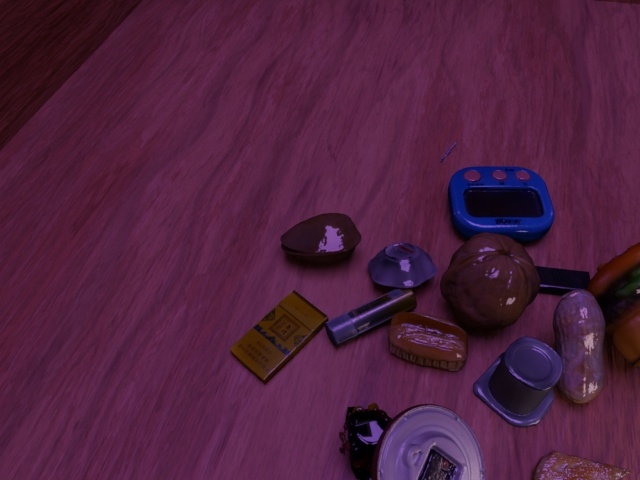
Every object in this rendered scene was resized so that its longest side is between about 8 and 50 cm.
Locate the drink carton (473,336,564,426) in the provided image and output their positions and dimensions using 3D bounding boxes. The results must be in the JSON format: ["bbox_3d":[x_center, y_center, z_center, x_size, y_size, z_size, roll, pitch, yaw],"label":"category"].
[{"bbox_3d":[0.552,0.366,1.404,0.185,0.189,0.191,-33,58,-27],"label":"drink carton"}]

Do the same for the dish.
[{"bbox_3d":[0.260,0.060,1.675,0.230,0.081,0.229,-6,29,3],"label":"dish"}]

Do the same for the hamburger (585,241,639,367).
[{"bbox_3d":[0.924,0.147,1.438,0.396,0.395,0.277,-19,58,-11],"label":"hamburger"}]

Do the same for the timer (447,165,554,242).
[{"bbox_3d":[0.622,-0.127,1.830,0.340,0.115,0.309,0,51,3],"label":"timer"}]

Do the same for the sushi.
[{"bbox_3d":[0.124,0.505,1.334,0.153,0.150,0.172,11,53,11],"label":"sushi"}]

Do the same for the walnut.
[{"bbox_3d":[0.497,0.123,1.543,0.285,0.285,0.296,2,44,5],"label":"walnut"}]

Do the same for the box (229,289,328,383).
[{"bbox_3d":[-0.123,0.288,1.590,0.153,0.041,0.279,34,61,27],"label":"box"}]

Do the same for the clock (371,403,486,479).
[{"bbox_3d":[0.265,0.553,1.242,0.319,0.080,0.318,7,73,-24],"label":"clock"}]

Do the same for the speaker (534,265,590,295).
[{"bbox_3d":[0.739,0.131,1.665,0.218,0.044,0.082,5,52,8],"label":"speaker"}]

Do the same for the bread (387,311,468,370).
[{"bbox_3d":[0.315,0.288,1.525,0.237,0.106,0.140,13,52,12],"label":"bread"}]

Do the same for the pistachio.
[{"bbox_3d":[0.000,0.000,1.735,0.261,0.162,0.212,-16,19,-7],"label":"pistachio"}]

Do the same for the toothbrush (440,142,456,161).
[{"bbox_3d":[0.510,-0.354,2.080,0.011,0.013,0.131,30,56,18],"label":"toothbrush"}]

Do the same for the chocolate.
[{"bbox_3d":[0.700,0.289,1.415,0.134,0.134,0.309,0,91,3],"label":"chocolate"}]

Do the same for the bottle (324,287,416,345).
[{"bbox_3d":[0.154,0.228,1.594,0.286,0.082,0.082,-22,54,-15],"label":"bottle"}]

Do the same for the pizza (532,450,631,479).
[{"bbox_3d":[0.650,0.610,1.298,0.262,0.034,0.181,-8,52,-3],"label":"pizza"}]
